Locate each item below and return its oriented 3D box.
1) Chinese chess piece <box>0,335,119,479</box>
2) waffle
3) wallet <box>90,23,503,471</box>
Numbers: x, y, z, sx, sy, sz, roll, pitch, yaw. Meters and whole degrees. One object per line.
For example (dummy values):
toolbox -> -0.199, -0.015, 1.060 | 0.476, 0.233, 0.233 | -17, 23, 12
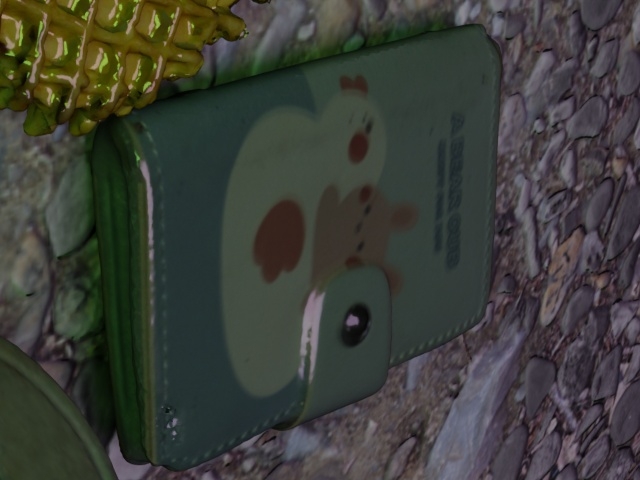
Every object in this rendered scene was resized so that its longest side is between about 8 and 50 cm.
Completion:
Chinese chess piece -> -0.178, 0.144, 0.631 | 0.092, 0.237, 0.238 | -31, 148, 18
waffle -> -0.118, -0.153, 0.672 | 0.193, 0.070, 0.197 | -50, 138, -21
wallet -> 0.000, 0.000, 0.895 | 0.360, 0.083, 0.252 | -20, 119, -44
